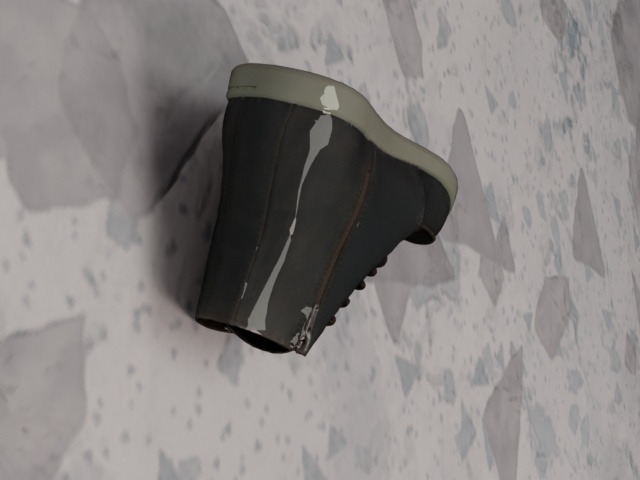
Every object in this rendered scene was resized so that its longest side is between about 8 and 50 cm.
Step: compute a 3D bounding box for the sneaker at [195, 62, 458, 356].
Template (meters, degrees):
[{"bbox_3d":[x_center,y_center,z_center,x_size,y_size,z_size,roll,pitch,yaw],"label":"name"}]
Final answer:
[{"bbox_3d":[0.000,0.000,0.593,0.222,0.083,0.118,25,79,-65],"label":"sneaker"}]
